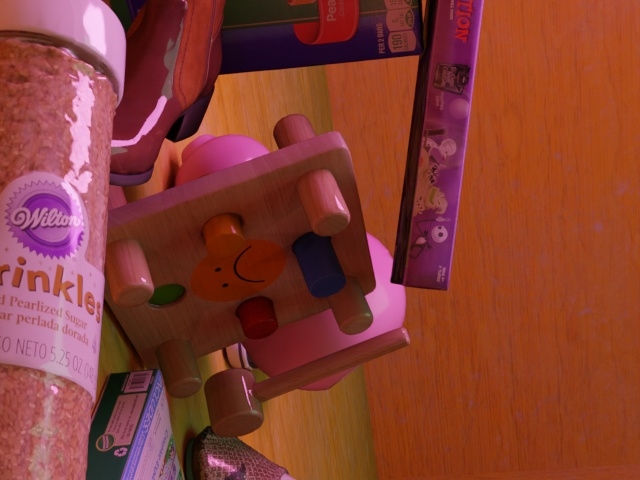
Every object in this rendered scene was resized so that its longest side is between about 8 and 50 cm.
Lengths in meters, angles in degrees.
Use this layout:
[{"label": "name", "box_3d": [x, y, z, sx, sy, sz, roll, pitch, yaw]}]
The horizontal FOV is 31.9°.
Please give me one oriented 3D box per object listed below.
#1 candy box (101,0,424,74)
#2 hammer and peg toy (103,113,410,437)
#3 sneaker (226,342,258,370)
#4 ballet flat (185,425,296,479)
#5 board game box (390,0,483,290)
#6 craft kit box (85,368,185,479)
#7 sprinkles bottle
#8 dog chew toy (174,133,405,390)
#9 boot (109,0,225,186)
[{"label": "candy box", "box_3d": [-0.069, -0.305, 1.075, 0.122, 0.317, 0.268, -76, 160, -64]}, {"label": "hammer and peg toy", "box_3d": [-0.065, 0.046, 1.111, 0.361, 0.266, 0.127, 74, -5, -56]}, {"label": "sneaker", "box_3d": [-0.059, 0.133, 1.681, 0.321, 0.128, 0.126, 35, 52, -79]}, {"label": "ballet flat", "box_3d": [-0.036, 0.426, 1.401, 0.164, 0.182, 0.482, -80, 163, -62]}, {"label": "board game box", "box_3d": [0.115, -0.125, 1.095, 0.208, 0.056, 0.346, 17, 80, -85]}, {"label": "craft kit box", "box_3d": [-0.164, 0.283, 0.982, 0.250, 0.061, 0.246, -82, 163, -62]}, {"label": "sprinkles bottle", "box_3d": [-0.188, 0.012, 0.677, 0.121, 0.121, 0.355, 72, 15, -62]}, {"label": "dog chew toy", "box_3d": [-0.051, 0.013, 1.329, 0.332, 0.207, 0.206, 51, 3, 7]}, {"label": "boot", "box_3d": [-0.124, -0.198, 0.917, 0.264, 0.096, 0.280, -37, 150, -61]}]
